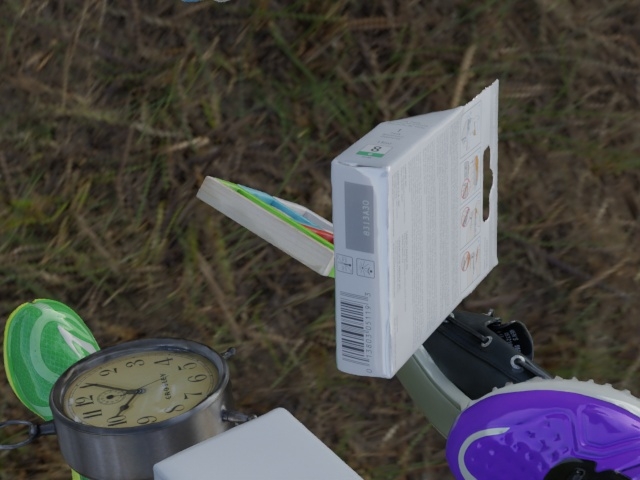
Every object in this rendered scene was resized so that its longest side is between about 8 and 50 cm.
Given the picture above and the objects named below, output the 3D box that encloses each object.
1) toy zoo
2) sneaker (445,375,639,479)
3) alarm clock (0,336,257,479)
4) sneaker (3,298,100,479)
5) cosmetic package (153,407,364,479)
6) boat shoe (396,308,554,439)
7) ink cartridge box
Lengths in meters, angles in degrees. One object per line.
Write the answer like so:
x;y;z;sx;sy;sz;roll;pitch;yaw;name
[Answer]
0.000;0.000;1.666;0.192;0.293;0.030;32;97;27;toy zoo
0.196;0.177;0.839;0.146;0.293;0.102;-30;134;-56;sneaker
-0.146;0.128;1.006;0.192;0.129;0.064;-7;115;-9;alarm clock
-0.227;0.189;1.451;0.109;0.123;0.295;-32;101;-38;sneaker
0.017;0.190;0.628;0.085;0.231;0.117;-22;128;-32;cosmetic package
0.151;0.121;1.243;0.113;0.340;0.127;-30;118;-11;boat shoe
0.081;-0.018;1.126;0.225;0.056;0.181;-42;136;-54;ink cartridge box
